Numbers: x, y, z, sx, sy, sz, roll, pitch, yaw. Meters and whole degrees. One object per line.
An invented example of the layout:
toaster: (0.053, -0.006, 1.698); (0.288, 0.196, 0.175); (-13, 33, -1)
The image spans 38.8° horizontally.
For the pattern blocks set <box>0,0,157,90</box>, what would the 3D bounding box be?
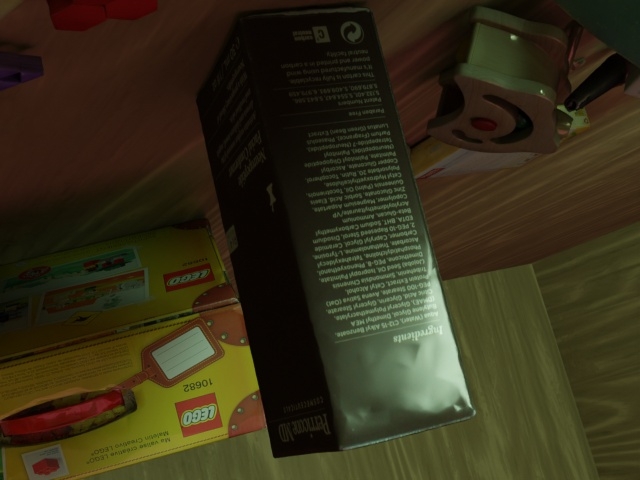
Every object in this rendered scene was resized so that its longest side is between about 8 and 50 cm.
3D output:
pattern blocks set: (-0.296, -0.155, 0.593); (0.285, 0.026, 0.324); (-21, 168, 26)

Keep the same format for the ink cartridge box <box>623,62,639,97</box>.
ink cartridge box: (0.490, -0.194, 0.935); (0.278, 0.117, 0.201); (17, 169, 2)

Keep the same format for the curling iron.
curling iron: (0.336, -0.188, 1.054); (0.274, 0.035, 0.068); (-37, 163, -53)

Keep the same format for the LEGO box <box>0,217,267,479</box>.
LEGO box: (-0.356, 0.160, 1.279); (0.499, 0.193, 0.372); (-14, -159, -9)

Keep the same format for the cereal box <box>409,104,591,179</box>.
cereal box: (0.266, -0.150, 1.378); (0.240, 0.047, 0.173); (-8, 167, -33)

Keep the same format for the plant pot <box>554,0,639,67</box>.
plant pot: (0.278, -0.221, 0.505); (0.290, 0.290, 0.195); (-10, 143, -29)

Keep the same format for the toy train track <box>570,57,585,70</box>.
toy train track: (0.304, -0.215, 1.180); (0.083, 0.014, 0.048); (-18, 169, 17)

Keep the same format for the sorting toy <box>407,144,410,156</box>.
sorting toy: (0.016, -0.100, 1.302); (0.208, 0.038, 0.193); (-19, 169, 16)

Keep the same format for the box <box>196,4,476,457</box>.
box: (0.000, 0.000, 0.852); (0.143, 0.382, 0.191); (-11, 169, -23)

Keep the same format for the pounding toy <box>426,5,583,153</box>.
pounding toy: (0.204, -0.191, 1.019); (0.154, 0.155, 0.269); (11, 168, 19)
